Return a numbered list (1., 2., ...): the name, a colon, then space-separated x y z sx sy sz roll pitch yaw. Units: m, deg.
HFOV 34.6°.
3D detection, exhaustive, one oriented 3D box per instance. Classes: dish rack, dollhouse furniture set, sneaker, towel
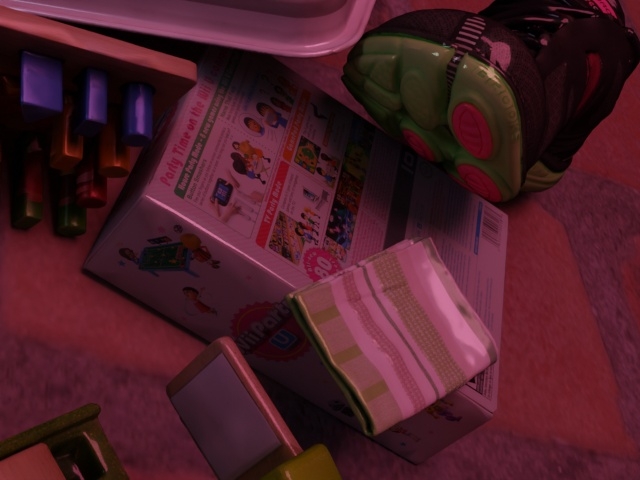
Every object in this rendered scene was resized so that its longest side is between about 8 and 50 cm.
1. dish rack: -0.109 -0.262 0.823 0.332 0.072 0.285 11 41 6
2. dollhouse furniture set: -0.156 0.161 0.451 0.301 0.197 0.151 -19 72 -48
3. sneaker: 0.164 -0.155 0.895 0.185 0.202 0.483 37 15 11
4. towel: 0.056 0.060 0.711 0.152 0.023 0.113 -21 73 -47

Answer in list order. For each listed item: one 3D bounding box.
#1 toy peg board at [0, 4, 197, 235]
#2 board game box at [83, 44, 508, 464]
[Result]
1. toy peg board: -0.186 -0.066 0.660 0.161 0.160 0.079 10 67 -35
2. board game box: 0.000 0.000 0.804 0.303 0.097 0.224 33 40 -17
